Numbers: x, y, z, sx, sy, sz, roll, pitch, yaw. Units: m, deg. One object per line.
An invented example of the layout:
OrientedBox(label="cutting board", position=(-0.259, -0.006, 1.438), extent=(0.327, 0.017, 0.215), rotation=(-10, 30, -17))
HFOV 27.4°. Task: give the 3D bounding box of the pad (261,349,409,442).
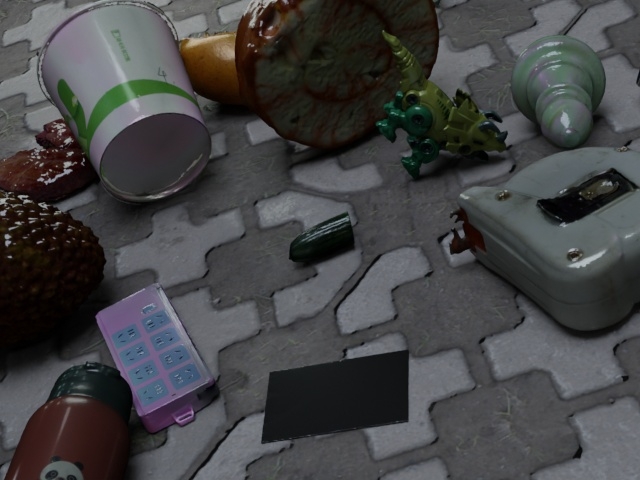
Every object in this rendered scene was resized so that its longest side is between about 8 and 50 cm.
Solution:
OrientedBox(label="pad", position=(0.020, 0.196, 1.656), extent=(0.190, 0.004, 0.127), rotation=(-11, 37, 14))

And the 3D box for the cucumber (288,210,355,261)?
OrientedBox(label="cucumber", position=(0.000, 0.000, 1.884), extent=(0.105, 0.048, 0.048), rotation=(-24, 36, -2))

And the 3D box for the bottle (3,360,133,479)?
OrientedBox(label="bottle", position=(-0.304, 0.287, 1.578), extent=(0.144, 0.144, 0.336), rotation=(-9, 36, 15))

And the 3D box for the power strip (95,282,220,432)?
OrientedBox(label="power strip", position=(-0.227, 0.156, 1.795), extent=(0.109, 0.037, 0.279), rotation=(-27, 36, -8))

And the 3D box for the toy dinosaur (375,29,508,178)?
OrientedBox(label="toy dinosaur", position=(0.148, -0.196, 1.922), extent=(0.153, 0.259, 0.094), rotation=(-32, 24, 33))

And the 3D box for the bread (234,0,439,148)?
OrientedBox(label="bread", position=(0.028, -0.301, 2.045), extent=(0.328, 0.295, 0.114), rotation=(-47, 36, 5))

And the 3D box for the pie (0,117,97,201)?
OrientedBox(label="pie", position=(-0.458, -0.140, 2.281), extent=(0.218, 0.054, 0.204), rotation=(-38, 39, -26))

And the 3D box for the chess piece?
OrientedBox(label="chess piece", position=(0.340, -0.188, 1.846), extent=(0.139, 0.139, 0.272), rotation=(-11, 24, 12))

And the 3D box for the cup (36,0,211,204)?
OrientedBox(label="cup", position=(-0.307, -0.219, 2.142), extent=(0.253, 0.253, 0.274), rotation=(-25, 54, -7))

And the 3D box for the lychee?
OrientedBox(label="lychee", position=(-0.449, 0.038, 1.899), extent=(0.271, 0.236, 0.236), rotation=(-5, 30, -23))

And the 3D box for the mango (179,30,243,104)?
OrientedBox(label="mango", position=(-0.116, -0.304, 2.269), extent=(0.252, 0.126, 0.154), rotation=(0, 29, 16))

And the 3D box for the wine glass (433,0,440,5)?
OrientedBox(label="wine glass", position=(0.263, -0.534, 2.375), extent=(0.232, 0.156, 0.156), rotation=(-37, 39, -17))

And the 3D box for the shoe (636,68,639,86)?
OrientedBox(label="shoe", position=(0.561, -0.271, 1.947), extent=(0.106, 0.091, 0.207), rotation=(37, 57, 25))

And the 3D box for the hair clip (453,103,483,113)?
OrientedBox(label="hair clip", position=(0.200, -0.201, 2.069), extent=(0.115, 0.039, 0.030), rotation=(14, 56, 23))

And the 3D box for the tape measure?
OrientedBox(label="tape measure", position=(0.332, -0.017, 1.678), extent=(0.265, 0.130, 0.258), rotation=(-30, 35, -13))
